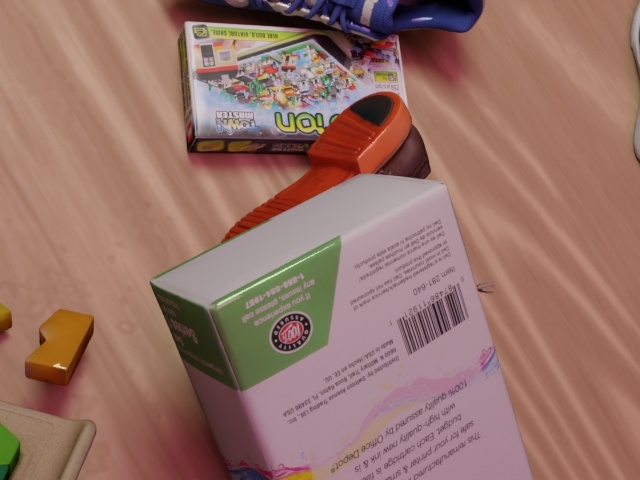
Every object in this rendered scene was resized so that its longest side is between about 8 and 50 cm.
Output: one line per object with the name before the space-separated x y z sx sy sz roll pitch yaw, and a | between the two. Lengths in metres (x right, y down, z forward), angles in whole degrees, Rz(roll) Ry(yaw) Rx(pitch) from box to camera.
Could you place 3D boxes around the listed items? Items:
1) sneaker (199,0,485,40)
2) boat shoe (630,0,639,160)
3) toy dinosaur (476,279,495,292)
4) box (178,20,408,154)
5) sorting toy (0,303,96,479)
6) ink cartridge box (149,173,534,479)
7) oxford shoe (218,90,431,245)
sneaker | 0.015 -0.242 0.880 0.296 0.112 0.131 -7 46 -21
boat shoe | 0.383 -0.183 1.036 0.083 0.076 0.226 11 70 -17
toy dinosaur | 0.114 0.050 0.897 0.090 0.047 0.082 -25 92 8
box | -0.022 -0.137 0.896 0.207 0.036 0.114 -1 74 -20
sorting toy | -0.271 0.132 0.639 0.229 0.041 0.307 12 38 1
ink cartridge box | 0.025 0.117 0.733 0.201 0.117 0.278 -28 110 -25
oxford shoe | 0.000 0.000 0.831 0.271 0.097 0.098 -47 125 -12
